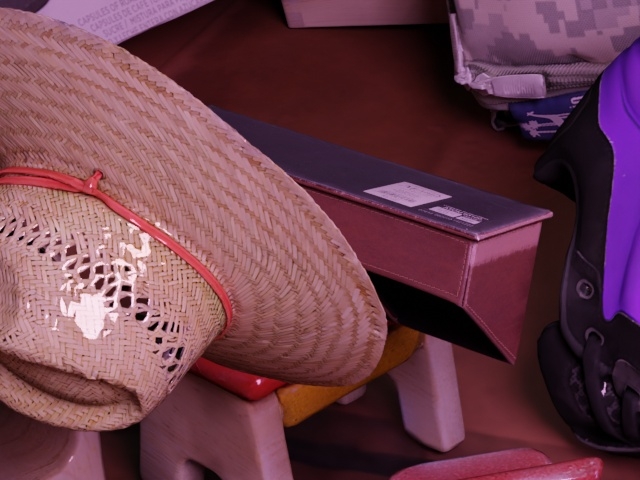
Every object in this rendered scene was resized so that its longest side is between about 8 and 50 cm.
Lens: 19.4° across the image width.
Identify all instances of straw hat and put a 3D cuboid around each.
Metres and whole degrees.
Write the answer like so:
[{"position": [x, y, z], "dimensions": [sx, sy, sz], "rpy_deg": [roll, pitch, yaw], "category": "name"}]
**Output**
[{"position": [-0.060, 0.013, 0.473], "dimensions": [0.144, 0.144, 0.061], "rpy_deg": [16, 58, 33], "category": "straw hat"}]

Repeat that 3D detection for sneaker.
[{"position": [0.155, 0.046, 0.644], "dimensions": [0.146, 0.102, 0.293], "rpy_deg": [-38, 46, 22], "category": "sneaker"}]

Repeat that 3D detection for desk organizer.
[{"position": [0.000, 0.000, 0.579], "dimensions": [0.130, 0.050, 0.047], "rpy_deg": [19, 19, 30], "category": "desk organizer"}]

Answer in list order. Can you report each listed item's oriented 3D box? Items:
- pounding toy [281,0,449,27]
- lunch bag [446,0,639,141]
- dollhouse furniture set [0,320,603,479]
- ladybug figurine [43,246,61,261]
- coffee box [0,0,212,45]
[{"position": [0.039, -0.207, 1.108], "dimensions": [0.181, 0.094, 0.206], "rpy_deg": [1, 36, 23], "category": "pounding toy"}, {"position": [0.166, -0.218, 0.878], "dimensions": [0.256, 0.305, 0.212], "rpy_deg": [-9, 16, 10], "category": "lunch bag"}, {"position": [-0.062, 0.086, 0.534], "dimensions": [0.201, 0.152, 0.374], "rpy_deg": [23, 39, 40], "category": "dollhouse furniture set"}, {"position": [-0.308, -0.045, 0.669], "dimensions": [0.449, 0.162, 0.305], "rpy_deg": [13, -4, -9], "category": "ladybug figurine"}, {"position": [-0.189, -0.307, 0.985], "dimensions": [0.338, 0.334, 0.338], "rpy_deg": [-25, 33, 1], "category": "coffee box"}]
